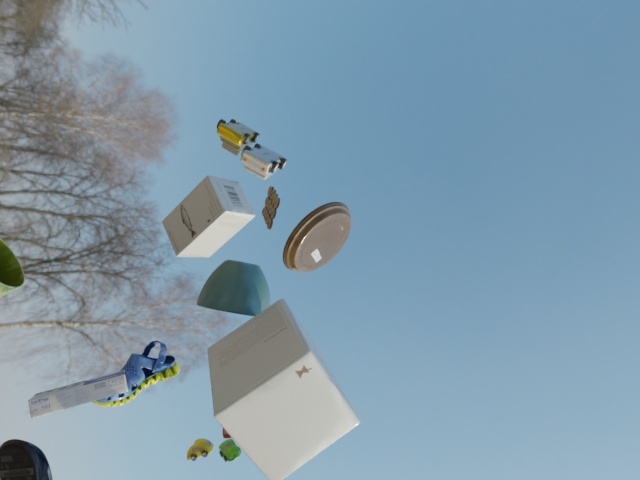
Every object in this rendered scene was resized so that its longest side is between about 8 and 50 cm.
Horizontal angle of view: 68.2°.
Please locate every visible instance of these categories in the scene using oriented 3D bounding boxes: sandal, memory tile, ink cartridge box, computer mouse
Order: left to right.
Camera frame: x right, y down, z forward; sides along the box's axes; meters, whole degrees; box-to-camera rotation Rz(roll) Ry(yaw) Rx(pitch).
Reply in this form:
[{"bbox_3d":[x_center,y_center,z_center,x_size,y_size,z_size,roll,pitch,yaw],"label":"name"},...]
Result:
[{"bbox_3d":[-0.648,0.549,1.019,0.184,0.060,0.262,-15,-87,11],"label":"computer mouse"},{"bbox_3d":[-0.577,0.367,1.144,0.097,0.207,0.046,-21,-99,66],"label":"ink cartridge box"},{"bbox_3d":[-0.617,0.434,1.573,0.126,0.317,0.138,8,-72,30],"label":"sandal"},{"bbox_3d":[-0.165,-0.110,1.552,0.148,0.012,0.113,-122,-131,-61],"label":"memory tile"}]

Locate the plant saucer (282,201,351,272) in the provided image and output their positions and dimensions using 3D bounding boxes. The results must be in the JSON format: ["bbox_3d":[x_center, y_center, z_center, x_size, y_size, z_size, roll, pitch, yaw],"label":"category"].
[{"bbox_3d":[0.000,0.000,1.516,0.041,0.278,0.278,43,-57,29],"label":"plant saucer"}]

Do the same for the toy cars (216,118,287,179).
[{"bbox_3d":[-0.214,-0.261,1.390,0.394,0.176,0.087,48,-64,47],"label":"toy cars"}]

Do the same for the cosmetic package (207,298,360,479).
[{"bbox_3d":[-0.136,0.462,1.536,0.329,0.327,0.393,59,-5,-21],"label":"cosmetic package"}]

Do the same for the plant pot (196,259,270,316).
[{"bbox_3d":[-0.325,0.183,1.875,0.290,0.290,0.195,3,-100,50],"label":"plant pot"}]

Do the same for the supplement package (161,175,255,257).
[{"bbox_3d":[-0.261,-0.051,1.099,0.179,0.105,0.105,-39,-111,25],"label":"supplement package"}]

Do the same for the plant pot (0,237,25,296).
[{"bbox_3d":[-1.052,0.108,1.310,0.275,0.293,0.275,52,-9,11],"label":"plant pot"}]

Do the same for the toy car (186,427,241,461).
[{"bbox_3d":[-0.345,0.712,1.670,0.225,0.239,0.053,-5,-73,58],"label":"toy car"}]
